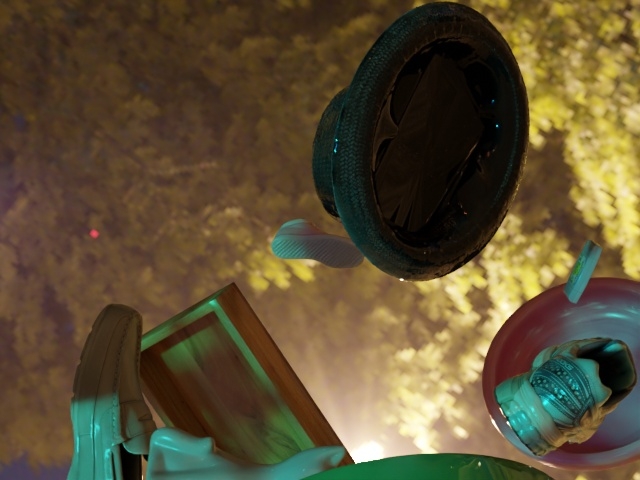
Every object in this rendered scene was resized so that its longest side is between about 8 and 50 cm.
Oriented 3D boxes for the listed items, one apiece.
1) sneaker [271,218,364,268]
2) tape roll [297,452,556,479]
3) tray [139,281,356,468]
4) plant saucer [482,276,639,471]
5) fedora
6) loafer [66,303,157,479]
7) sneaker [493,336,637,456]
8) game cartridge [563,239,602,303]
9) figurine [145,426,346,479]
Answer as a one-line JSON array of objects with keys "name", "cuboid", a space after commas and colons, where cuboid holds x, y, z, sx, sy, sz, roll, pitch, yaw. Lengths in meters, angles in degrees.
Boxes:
[{"name": "sneaker", "cuboid": [0.000, 0.000, 2.007, 0.070, 0.134, 0.051, -74, -10, -60]}, {"name": "tape roll", "cuboid": [0.062, 0.288, 1.156, 0.321, 0.077, 0.321, -6, -38, -5]}, {"name": "tray", "cuboid": [-0.096, 0.282, 2.029, 0.203, 0.411, 0.076, -30, 8, 30]}, {"name": "plant saucer", "cuboid": [0.414, 0.210, 2.100, 0.332, 0.332, 0.084, -48, -41, -17]}, {"name": "fedora", "cuboid": [0.096, -0.119, 1.637, 0.334, 0.152, 0.334, -5, -82, -43]}, {"name": "loafer", "cuboid": [-0.229, 0.232, 1.606, 0.112, 0.111, 0.319, 46, -133, -75]}, {"name": "sneaker", "cuboid": [0.292, 0.156, 1.494, 0.122, 0.110, 0.283, -33, -6, 23]}, {"name": "game cartridge", "cuboid": [0.351, 0.042, 1.864, 0.056, 0.017, 0.083, -104, 38, -79]}, {"name": "figurine", "cuboid": [-0.073, 0.298, 1.437, 0.092, 0.210, 0.214, -93, 5, -67]}]
